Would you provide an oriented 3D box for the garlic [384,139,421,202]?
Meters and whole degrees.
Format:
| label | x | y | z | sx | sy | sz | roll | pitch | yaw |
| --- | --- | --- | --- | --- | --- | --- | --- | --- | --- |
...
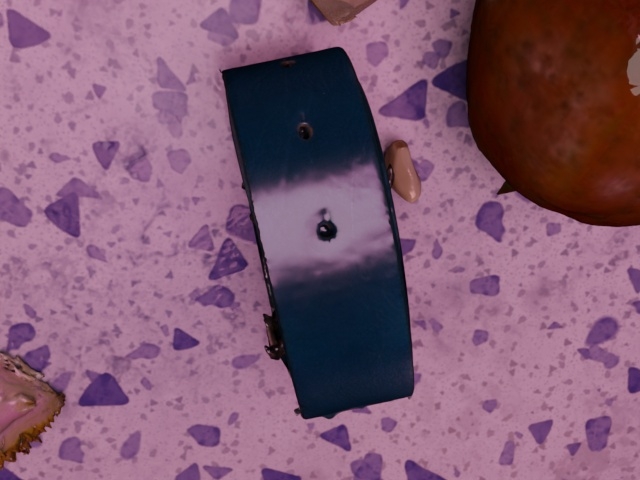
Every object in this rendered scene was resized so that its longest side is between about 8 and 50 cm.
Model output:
| label | x | y | z | sx | sy | sz | roll | pitch | yaw |
| --- | --- | --- | --- | --- | --- | --- | --- | --- | --- |
| garlic | 0.107 | -0.095 | 1.089 | 0.041 | 0.053 | 0.083 | -19 | 117 | -5 |

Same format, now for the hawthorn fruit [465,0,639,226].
| label | x | y | z | sx | sy | sz | roll | pitch | yaw |
| --- | --- | --- | --- | --- | --- | --- | --- | --- | --- |
| hawthorn fruit | 0.335 | -0.189 | 0.946 | 0.403 | 0.403 | 0.402 | -3 | 107 | -8 |

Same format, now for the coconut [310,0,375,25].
| label | x | y | z | sx | sy | sz | roll | pitch | yaw |
| --- | --- | --- | --- | --- | --- | --- | --- | --- | --- |
| coconut | 0.030 | -0.328 | 0.974 | 0.122 | 0.116 | 0.116 | -42 | 109 | 9 |

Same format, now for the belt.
| label | x | y | z | sx | sy | sz | roll | pitch | yaw |
| --- | --- | --- | --- | --- | --- | --- | --- | --- | --- |
| belt | 0.000 | -0.002 | 0.972 | 0.173 | 0.300 | 0.436 | -9 | 111 | -4 |

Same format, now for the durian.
| label | x | y | z | sx | sy | sz | roll | pitch | yaw |
| --- | --- | --- | --- | --- | --- | --- | --- | --- | --- |
| durian | -0.502 | 0.227 | 1.024 | 0.305 | 0.195 | 0.185 | 34 | 106 | -19 |
